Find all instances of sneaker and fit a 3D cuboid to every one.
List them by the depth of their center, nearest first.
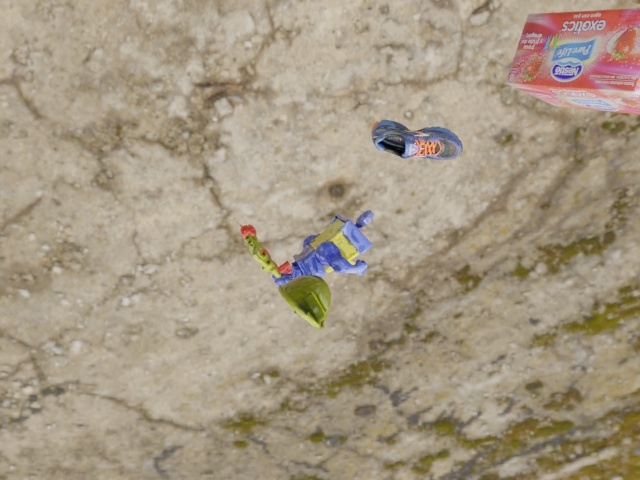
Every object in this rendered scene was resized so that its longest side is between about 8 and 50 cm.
[{"bbox_3d":[0.223,-0.222,1.666,0.221,0.087,0.083,8,124,10],"label":"sneaker"}]

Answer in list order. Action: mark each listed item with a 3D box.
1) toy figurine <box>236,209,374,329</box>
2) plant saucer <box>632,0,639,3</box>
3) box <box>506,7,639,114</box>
[{"bbox_3d":[0.000,0.000,1.234,0.217,0.362,0.191,-35,101,-4],"label":"toy figurine"},{"bbox_3d":[0.639,-0.597,1.336,0.332,0.333,0.081,-23,159,-8],"label":"plant saucer"},{"bbox_3d":[0.505,-0.318,1.269,0.154,0.300,0.142,13,97,-32],"label":"box"}]
